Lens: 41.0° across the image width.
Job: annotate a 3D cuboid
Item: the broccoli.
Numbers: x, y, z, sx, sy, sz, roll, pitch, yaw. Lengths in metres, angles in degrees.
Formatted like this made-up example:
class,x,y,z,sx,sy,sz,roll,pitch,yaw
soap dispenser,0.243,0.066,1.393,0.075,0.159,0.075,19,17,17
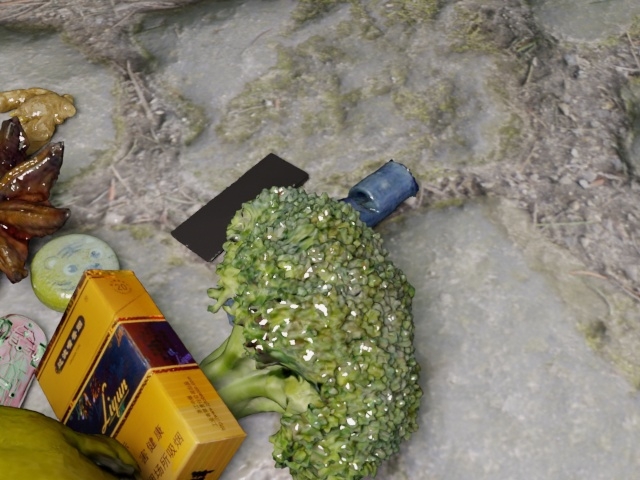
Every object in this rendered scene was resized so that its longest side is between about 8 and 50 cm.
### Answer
class,x,y,z,sx,sy,sz,roll,pitch,yaw
broccoli,-0.005,0.102,0.860,0.235,0.260,0.288,13,51,-8

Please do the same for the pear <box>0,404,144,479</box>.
class,x,y,z,sx,sy,sz,roll,pitch,yaw
pear,-0.312,0.296,0.635,0.413,0.352,0.352,-22,53,-21

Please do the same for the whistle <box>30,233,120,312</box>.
class,x,y,z,sx,sy,sz,roll,pitch,yaw
whistle,-0.259,0.070,1.008,0.198,0.057,0.104,40,55,20

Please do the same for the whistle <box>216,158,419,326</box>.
class,x,y,z,sx,sy,sz,roll,pitch,yaw
whistle,0.000,0.000,1.060,0.062,0.062,0.304,38,58,27

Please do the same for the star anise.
class,x,y,z,sx,sy,sz,roll,pitch,yaw
star anise,-0.384,-0.015,1.038,0.272,0.102,0.272,-13,62,25

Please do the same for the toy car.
class,x,y,z,sx,sy,sz,roll,pitch,yaw
toy car,-0.350,0.147,0.932,0.055,0.069,0.142,-21,39,35

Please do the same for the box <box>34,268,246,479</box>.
class,x,y,z,sx,sy,sz,roll,pitch,yaw
box,-0.189,0.161,0.859,0.070,0.152,0.237,0,40,-50

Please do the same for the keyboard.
class,x,y,z,sx,sy,sz,roll,pitch,yaw
keyboard,-0.103,-0.046,1.128,0.074,0.015,0.196,30,55,27

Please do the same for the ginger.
class,x,y,z,sx,sy,sz,roll,pitch,yaw
ginger,-0.423,-0.157,1.193,0.176,0.052,0.193,-24,53,-13
